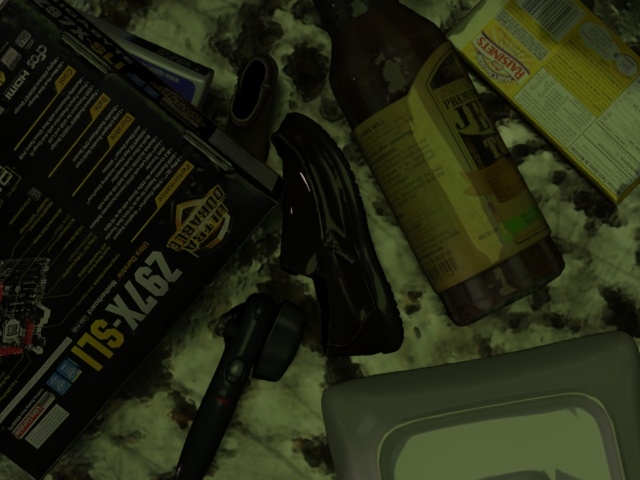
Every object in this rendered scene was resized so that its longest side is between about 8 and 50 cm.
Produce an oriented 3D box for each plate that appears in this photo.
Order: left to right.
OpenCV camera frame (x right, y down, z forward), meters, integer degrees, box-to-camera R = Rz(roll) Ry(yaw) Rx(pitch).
[{"bbox_3d":[0.159,0.235,1.017,0.278,0.045,0.277,-11,88,2],"label":"plate"}]

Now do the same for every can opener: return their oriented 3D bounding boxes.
[{"bbox_3d":[-0.079,0.129,1.024,0.073,0.059,0.186,27,90,3],"label":"can opener"}]

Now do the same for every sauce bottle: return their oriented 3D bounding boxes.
[{"bbox_3d":[0.079,-0.102,0.994,0.111,0.111,0.344,-28,89,2],"label":"sauce bottle"}]

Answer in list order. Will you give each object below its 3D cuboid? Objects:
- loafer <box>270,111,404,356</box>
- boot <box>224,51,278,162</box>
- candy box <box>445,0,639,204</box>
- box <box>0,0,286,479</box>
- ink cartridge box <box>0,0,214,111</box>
[{"bbox_3d":[0.000,0.000,1.005,0.078,0.080,0.220,-21,88,-10],"label":"loafer"},{"bbox_3d":[-0.063,-0.100,1.013,0.042,0.087,0.118,11,90,1],"label":"boot"},{"bbox_3d":[0.214,-0.137,1.029,0.206,0.027,0.105,45,94,3],"label":"candy box"},{"bbox_3d":[-0.228,-0.001,0.972,0.257,0.079,0.322,38,104,-10],"label":"box"},{"bbox_3d":[-0.217,-0.091,1.030,0.206,0.045,0.208,25,112,4],"label":"ink cartridge box"}]
